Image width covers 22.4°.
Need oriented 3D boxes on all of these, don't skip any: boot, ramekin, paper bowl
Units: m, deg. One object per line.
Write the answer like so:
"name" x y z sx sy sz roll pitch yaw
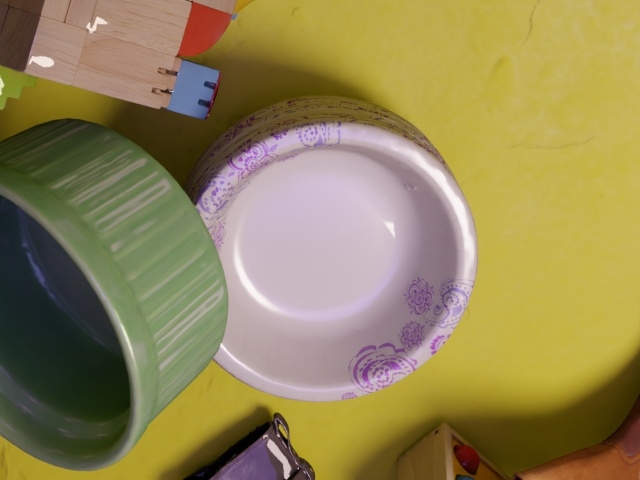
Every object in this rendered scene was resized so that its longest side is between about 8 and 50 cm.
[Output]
"boot" -0.068 0.331 1.718 0.229 0.091 0.263 42 97 -14
"ramekin" -0.226 0.040 1.446 0.303 0.148 0.303 24 132 29
"paper bowl" 0.000 0.000 1.551 0.284 0.148 0.284 -2 111 -6
"boot" 0.294 0.199 1.639 0.280 0.096 0.264 -14 128 -33

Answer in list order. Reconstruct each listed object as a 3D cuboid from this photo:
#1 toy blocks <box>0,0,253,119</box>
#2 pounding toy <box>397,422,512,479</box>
"toy blocks" -0.137 -0.263 1.394 0.261 0.190 0.381 11 97 -46
"pounding toy" 0.164 0.268 1.697 0.141 0.130 0.100 41 114 -19
